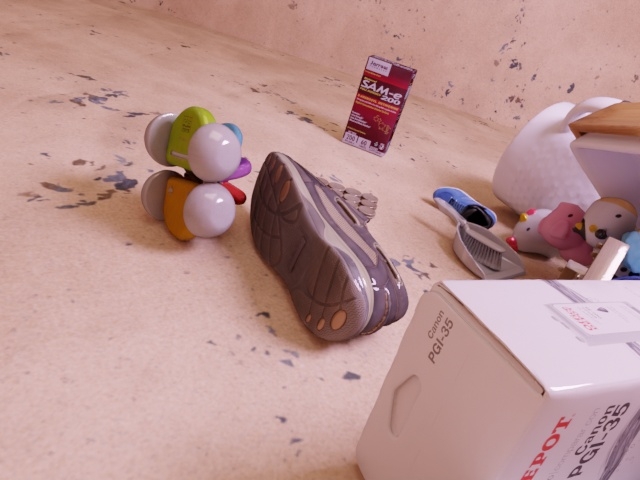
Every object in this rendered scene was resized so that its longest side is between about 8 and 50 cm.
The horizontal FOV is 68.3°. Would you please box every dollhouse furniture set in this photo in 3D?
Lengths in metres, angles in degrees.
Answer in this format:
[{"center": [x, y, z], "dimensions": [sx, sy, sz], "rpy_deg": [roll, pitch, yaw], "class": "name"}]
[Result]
[{"center": [0.275, 0.067, 0.604], "dimensions": [0.123, 0.151, 0.144], "rpy_deg": [32, 57, 27], "class": "dollhouse furniture set"}]

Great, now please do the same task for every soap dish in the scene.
[{"center": [0.558, -0.091, 0.737], "dimensions": [0.291, 0.118, 0.229], "rpy_deg": [43, 0, -23], "class": "soap dish"}]

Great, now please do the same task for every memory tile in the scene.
[{"center": [0.044, -0.088, 0.956], "dimensions": [0.148, 0.012, 0.113], "rpy_deg": [19, 27, 0], "class": "memory tile"}]

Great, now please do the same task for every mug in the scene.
[{"center": [0.600, -0.140, 1.023], "dimensions": [0.276, 0.374, 0.328], "rpy_deg": [-32, 53, -11], "class": "mug"}]

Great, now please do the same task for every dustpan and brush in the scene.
[{"center": [0.288, -0.010, 0.905], "dimensions": [0.147, 0.060, 0.211], "rpy_deg": [-7, 37, -40], "class": "dustpan and brush"}]

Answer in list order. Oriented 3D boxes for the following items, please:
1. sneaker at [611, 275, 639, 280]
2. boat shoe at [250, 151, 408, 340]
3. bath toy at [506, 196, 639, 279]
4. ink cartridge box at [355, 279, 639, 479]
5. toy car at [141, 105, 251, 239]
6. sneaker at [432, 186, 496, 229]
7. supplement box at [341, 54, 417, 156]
[{"center": [0.474, 0.122, 0.700], "dimensions": [0.296, 0.131, 0.112], "rpy_deg": [9, 27, -20], "class": "sneaker"}, {"center": [0.000, 0.000, 0.669], "dimensions": [0.130, 0.132, 0.355], "rpy_deg": [11, 35, -35], "class": "boat shoe"}, {"center": [0.468, -0.005, 0.859], "dimensions": [0.129, 0.151, 0.348], "rpy_deg": [-12, 9, -9], "class": "bath toy"}, {"center": [0.198, 0.147, 0.401], "dimensions": [0.283, 0.207, 0.117], "rpy_deg": [2, 29, -27], "class": "ink cartridge box"}, {"center": [-0.159, -0.093, 0.665], "dimensions": [0.159, 0.182, 0.136], "rpy_deg": [20, 18, 38], "class": "toy car"}, {"center": [0.311, -0.071, 1.035], "dimensions": [0.152, 0.058, 0.084], "rpy_deg": [34, 22, 16], "class": "sneaker"}, {"center": [0.159, -0.367, 1.293], "dimensions": [0.130, 0.239, 0.073], "rpy_deg": [23, 28, 9], "class": "supplement box"}]
